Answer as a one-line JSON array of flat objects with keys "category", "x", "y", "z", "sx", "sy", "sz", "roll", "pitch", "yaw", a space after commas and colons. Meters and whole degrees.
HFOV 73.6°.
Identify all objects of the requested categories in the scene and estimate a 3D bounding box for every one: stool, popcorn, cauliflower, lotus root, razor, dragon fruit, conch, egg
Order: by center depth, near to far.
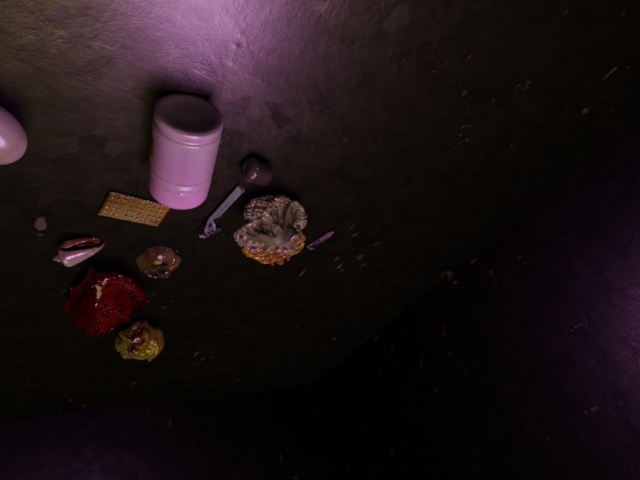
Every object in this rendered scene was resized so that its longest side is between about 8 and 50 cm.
[{"category": "egg", "x": -0.884, "y": -0.292, "z": 1.127, "sx": 0.151, "sy": 0.151, "sz": 0.209, "roll": -24, "pitch": 143, "yaw": 6}, {"category": "stool", "x": -0.234, "y": -0.253, "z": 1.584, "sx": 0.096, "sy": 0.096, "sz": 0.110, "roll": -39, "pitch": 148, "yaw": 28}, {"category": "conch", "x": -0.931, "y": 0.040, "z": 1.647, "sx": 0.176, "sy": 0.094, "sz": 0.105, "roll": -15, "pitch": 108, "yaw": -15}, {"category": "razor", "x": -0.396, "y": -0.123, "z": 1.731, "sx": 0.278, "sy": 0.056, "sz": 0.111, "roll": -49, "pitch": 175, "yaw": 28}, {"category": "cauliflower", "x": -0.187, "y": -0.039, "z": 1.747, "sx": 0.326, "sy": 0.281, "sz": 0.260, "roll": -22, "pitch": 152, "yaw": -14}, {"category": "lotus root", "x": -0.712, "y": 0.113, "z": 1.884, "sx": 0.203, "sy": 0.078, "sz": 0.183, "roll": -36, "pitch": 145, "yaw": 21}, {"category": "dragon fruit", "x": -0.949, "y": 0.210, "z": 1.897, "sx": 0.286, "sy": 0.227, "sz": 0.330, "roll": -32, "pitch": 142, "yaw": -47}, {"category": "popcorn", "x": -0.960, "y": 0.545, "z": 2.286, "sx": 0.255, "sy": 0.195, "sz": 0.255, "roll": 2, "pitch": 140, "yaw": 0}]

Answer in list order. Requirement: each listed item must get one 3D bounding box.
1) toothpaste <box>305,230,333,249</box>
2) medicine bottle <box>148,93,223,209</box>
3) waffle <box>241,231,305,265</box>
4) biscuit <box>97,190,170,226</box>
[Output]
[{"category": "toothpaste", "x": 0.000, "y": 0.000, "z": 2.135, "sx": 0.169, "sy": 0.028, "sz": 0.045, "roll": -34, "pitch": 138, "yaw": 28}, {"category": "medicine bottle", "x": -0.430, "y": -0.273, "z": 1.347, "sx": 0.202, "sy": 0.202, "sz": 0.316, "roll": 0, "pitch": 142, "yaw": -27}, {"category": "waffle", "x": -0.222, "y": 0.022, "z": 2.020, "sx": 0.328, "sy": 0.062, "sz": 0.329, "roll": -14, "pitch": 148, "yaw": -9}, {"category": "biscuit", "x": -0.693, "y": -0.116, "z": 1.610, "sx": 0.231, "sy": 0.016, "sz": 0.139, "roll": 13, "pitch": 135, "yaw": -41}]
